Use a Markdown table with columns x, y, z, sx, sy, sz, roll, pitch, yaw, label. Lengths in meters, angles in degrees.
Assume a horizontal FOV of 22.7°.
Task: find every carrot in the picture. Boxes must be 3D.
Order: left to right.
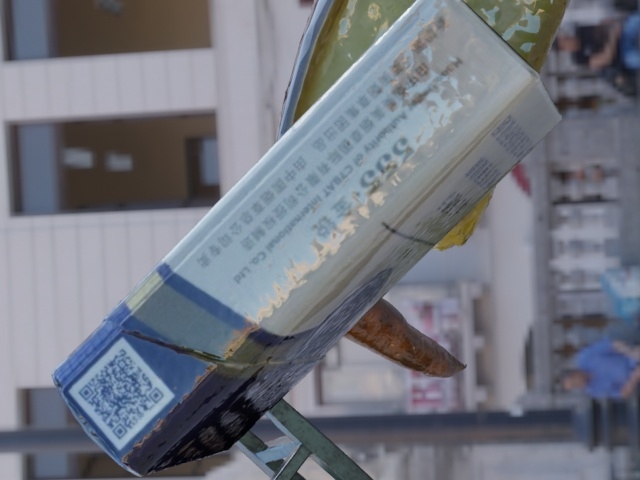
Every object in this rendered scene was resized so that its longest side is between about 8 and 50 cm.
| x | y | z | sx | sy | sz | roll | pitch | yaw | label |
| --- | --- | --- | --- | --- | --- | --- | --- | --- | --- |
| 0.046 | 0.073 | 1.322 | 0.224 | 0.057 | 0.057 | 33 | -133 | -38 | carrot |

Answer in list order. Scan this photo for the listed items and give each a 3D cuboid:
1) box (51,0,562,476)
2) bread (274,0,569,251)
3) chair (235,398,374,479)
| x | y | z | sx | sy | sz | roll | pitch | yaw | label |
| --- | --- | --- | --- | --- | --- | --- | --- | --- | --- |
| 0.000 | 0.000 | 0.775 | 0.071 | 0.259 | 0.168 | 45 | -173 | 11 | box |
| 0.088 | -0.165 | 1.012 | 0.333 | 0.143 | 0.323 | -44 | -25 | -81 | bread |
| -0.009 | 0.267 | 1.334 | 0.136 | 0.270 | 0.147 | -49 | 9 | -26 | chair |
